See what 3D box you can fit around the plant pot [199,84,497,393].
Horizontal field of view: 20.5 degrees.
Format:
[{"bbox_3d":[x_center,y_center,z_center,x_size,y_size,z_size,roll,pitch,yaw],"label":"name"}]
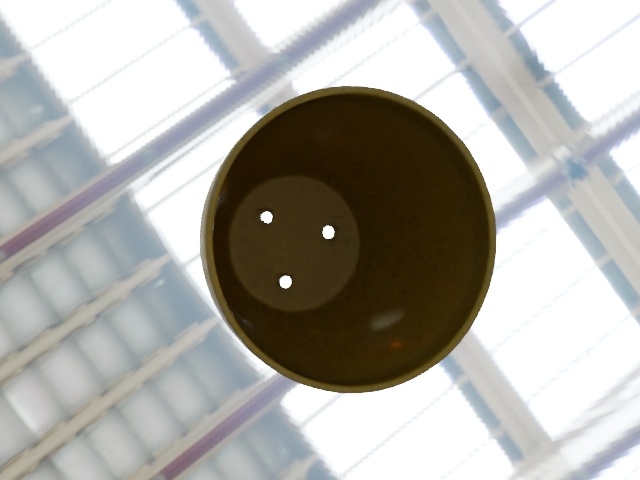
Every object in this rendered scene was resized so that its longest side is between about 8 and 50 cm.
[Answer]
[{"bbox_3d":[0.000,0.000,0.813,0.134,0.095,0.134,0,-91,-19],"label":"plant pot"}]
